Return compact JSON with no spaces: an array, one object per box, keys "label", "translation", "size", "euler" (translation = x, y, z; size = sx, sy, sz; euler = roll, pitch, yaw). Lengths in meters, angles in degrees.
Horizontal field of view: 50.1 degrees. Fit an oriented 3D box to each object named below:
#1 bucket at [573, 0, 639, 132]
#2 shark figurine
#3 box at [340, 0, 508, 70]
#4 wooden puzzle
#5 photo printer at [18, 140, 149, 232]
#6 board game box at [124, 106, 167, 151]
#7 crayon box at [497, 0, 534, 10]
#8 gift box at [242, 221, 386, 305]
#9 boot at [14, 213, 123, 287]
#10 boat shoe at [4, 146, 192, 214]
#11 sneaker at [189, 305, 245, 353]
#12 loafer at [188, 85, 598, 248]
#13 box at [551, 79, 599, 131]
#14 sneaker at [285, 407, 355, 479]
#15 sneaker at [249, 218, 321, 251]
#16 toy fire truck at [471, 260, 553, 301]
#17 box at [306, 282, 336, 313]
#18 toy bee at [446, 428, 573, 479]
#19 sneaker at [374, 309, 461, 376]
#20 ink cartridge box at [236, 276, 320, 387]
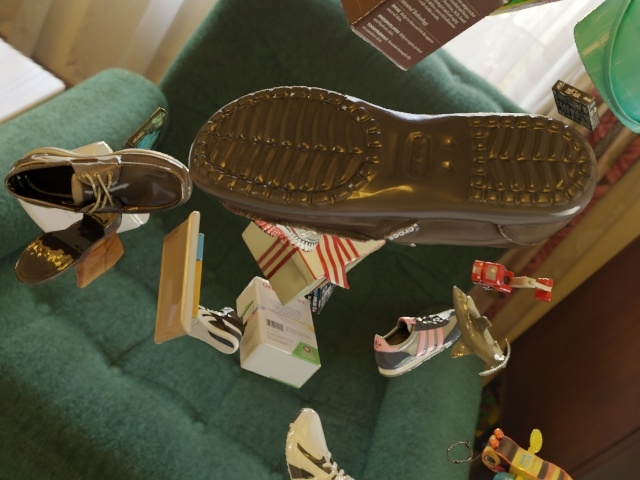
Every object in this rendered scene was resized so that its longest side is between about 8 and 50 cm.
[{"label":"bucket","translation":[0.595,-0.337,1.214],"size":[0.281,0.183,0.281],"euler":[25,50,-33]},{"label":"shark figurine","translation":[0.358,0.249,1.577],"size":[0.166,0.116,0.278],"euler":[62,3,-31]},{"label":"box","translation":[0.150,-0.414,1.076],"size":[0.167,0.203,0.169],"euler":[20,48,-49]},{"label":"wooden puzzle","translation":[-0.267,0.078,1.304],"size":[0.044,0.238,0.221],"euler":[9,73,-23]},{"label":"photo printer","translation":[-0.652,-0.116,1.833],"size":[0.107,0.307,0.256],"euler":[-81,152,-47]},{"label":"board game box","translation":[-0.417,-0.219,1.600],"size":[0.026,0.186,0.126],"euler":[37,60,-4]},{"label":"crayon box","translation":[0.420,-0.521,1.405],"size":[0.165,0.278,0.081],"euler":[-17,104,-31]},{"label":"gift box","translation":[0.000,0.000,1.670],"size":[0.255,0.258,0.276],"euler":[-32,83,-31]},{"label":"boot","translation":[-0.556,0.041,1.544],"size":[0.096,0.280,0.264],"euler":[37,62,1]},{"label":"boat shoe","translation":[-0.420,-0.096,1.285],"size":[0.355,0.132,0.130],"euler":[2,25,10]},{"label":"sneaker","translation":[-0.304,0.208,1.845],"size":[0.217,0.079,0.121],"euler":[36,29,-10]},{"label":"loafer","translation":[0.052,-0.043,0.632],"size":[0.365,0.130,0.134],"euler":[10,62,16]},{"label":"box","translation":[0.397,-0.209,1.064],"size":[0.067,0.018,0.083],"euler":[39,1,33]},{"label":"sneaker","translation":[0.032,0.385,1.096],"size":[0.094,0.153,0.235],"euler":[40,44,-57]},{"label":"sneaker","translation":[-0.047,-0.044,1.220],"size":[0.088,0.093,0.225],"euler":[41,6,25]},{"label":"toy fire truck","translation":[0.413,0.088,1.463],"size":[0.135,0.047,0.192],"euler":[7,-9,31]},{"label":"box","translation":[0.023,0.099,2.171],"size":[0.051,0.175,0.220],"euler":[20,43,15]},{"label":"toy bee","translation":[0.434,0.516,1.574],"size":[0.298,0.162,0.195],"euler":[1,43,14]},{"label":"sneaker","translation":[0.288,0.260,1.962],"size":[0.319,0.131,0.112],"euler":[-30,26,-26]},{"label":"ink cartridge box","translation":[-0.127,0.263,1.992],"size":[0.201,0.117,0.278],"euler":[27,29,-27]}]
